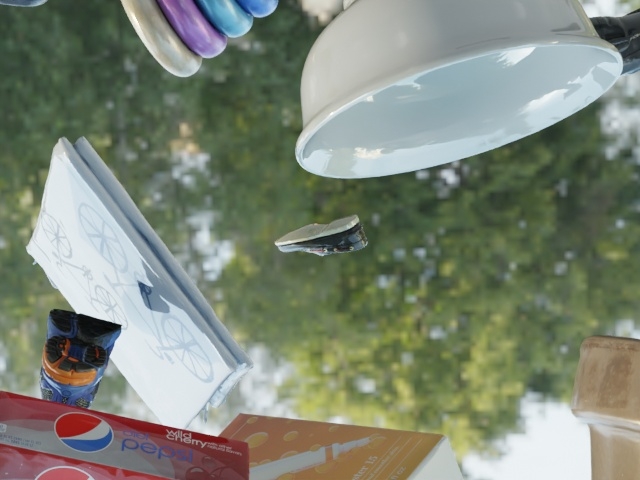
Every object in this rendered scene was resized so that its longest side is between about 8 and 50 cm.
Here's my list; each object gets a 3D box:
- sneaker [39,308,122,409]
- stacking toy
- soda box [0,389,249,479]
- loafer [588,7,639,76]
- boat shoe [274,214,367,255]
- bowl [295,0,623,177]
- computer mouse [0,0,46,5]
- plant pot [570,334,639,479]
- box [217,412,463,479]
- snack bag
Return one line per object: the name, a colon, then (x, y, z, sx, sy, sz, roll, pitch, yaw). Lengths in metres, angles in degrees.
sneaker: (-0.268, 0.134, 1.807, 0.083, 0.087, 0.221, 17, -166, -2)
stacking toy: (-0.046, -0.308, 1.781, 0.330, 0.141, 0.141, -28, -170, 11)
soda box: (-0.207, 0.233, 1.685, 0.263, 0.092, 0.083, 14, -149, -11)
loafer: (0.303, -0.211, 1.830, 0.223, 0.078, 0.076, -31, -156, -8)
boat shoe: (-0.001, 0.001, 2.081, 0.133, 0.042, 0.049, -10, -157, 38)
bowl: (0.104, -0.168, 1.474, 0.298, 0.134, 0.298, -15, 167, -4)
computer mouse: (-0.357, -0.292, 1.616, 0.272, 0.072, 0.188, 26, -160, 39)
plant pot: (0.272, 0.200, 1.085, 0.263, 0.229, 0.263, 15, 174, 2)
box: (-0.008, 0.353, 2.092, 0.345, 0.168, 0.215, 0, -148, 41)
snack bag: (-0.214, 0.068, 1.920, 0.037, 0.323, 0.342, -35, 172, -25)
